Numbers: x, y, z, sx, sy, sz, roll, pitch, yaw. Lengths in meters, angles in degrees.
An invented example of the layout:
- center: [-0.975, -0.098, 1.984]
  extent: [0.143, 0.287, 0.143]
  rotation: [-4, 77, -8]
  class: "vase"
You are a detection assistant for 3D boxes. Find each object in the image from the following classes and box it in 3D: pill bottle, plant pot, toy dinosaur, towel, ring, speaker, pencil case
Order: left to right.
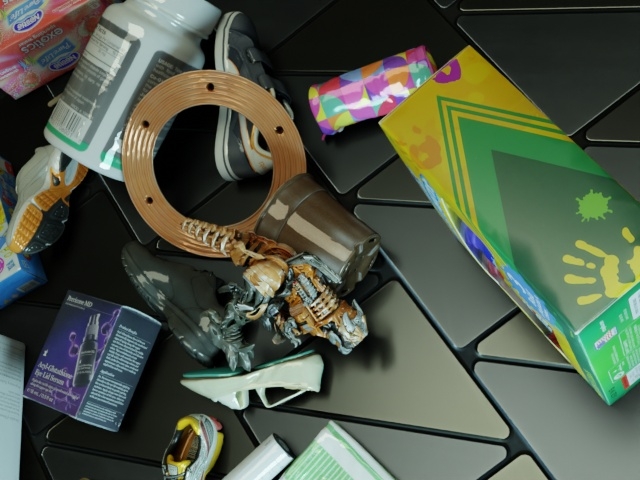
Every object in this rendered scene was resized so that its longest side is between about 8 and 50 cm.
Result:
- center: [-0.340, -0.305, 1.753]
  extent: [0.204, 0.204, 0.361]
  rotation: [35, 99, 28]
  class: "pill bottle"
- center: [-0.186, -0.132, 1.670]
  extent: [0.336, 0.032, 0.337]
  rotation: [3, 108, 10]
  class: "ring"
- center: [-0.108, 0.374, 1.527]
  extent: [0.136, 0.055, 0.055]
  rotation: [-43, 61, 2]
  class: "speaker"
- center: [-0.077, 0.072, 1.516]
  extent: [0.322, 0.164, 0.218]
  rotation: [51, 130, 16]
  class: "toy dinosaur"
- center: [-0.007, 0.472, 1.461]
  extent: [0.248, 0.038, 0.325]
  rotation: [39, 87, 28]
  class: "towel"
- center: [0.000, 0.000, 1.581]
  extent: [0.165, 0.167, 0.167]
  rotation: [34, 85, 20]
  class: "plant pot"
- center: [0.094, -0.261, 1.675]
  extent: [0.236, 0.104, 0.104]
  rotation: [-18, 65, 16]
  class: "pencil case"

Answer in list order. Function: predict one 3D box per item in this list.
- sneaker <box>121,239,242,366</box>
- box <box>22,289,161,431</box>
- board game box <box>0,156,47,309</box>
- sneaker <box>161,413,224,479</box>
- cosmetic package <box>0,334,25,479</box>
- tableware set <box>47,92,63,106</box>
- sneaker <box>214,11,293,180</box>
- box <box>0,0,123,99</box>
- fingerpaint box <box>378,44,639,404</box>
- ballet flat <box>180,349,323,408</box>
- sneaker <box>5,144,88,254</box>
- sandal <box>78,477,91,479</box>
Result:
- center: [-0.240, 0.090, 1.674]
  extent: [0.130, 0.109, 0.286]
  rotation: [-40, 65, -11]
  class: "sneaker"
- center: [-0.396, 0.207, 1.659]
  extent: [0.153, 0.108, 0.207]
  rotation: [10, 74, 36]
  class: "box"
- center: [-0.724, 0.021, 1.883]
  extent: [0.308, 0.086, 0.302]
  rotation: [-30, 63, 8]
  class: "board game box"
- center: [-0.230, 0.389, 1.547]
  extent: [0.088, 0.093, 0.225]
  rotation: [4, 72, 22]
  class: "sneaker"
- center: [-0.653, 0.355, 1.688]
  extent: [0.197, 0.155, 0.365]
  rotation: [-11, 67, 17]
  class: "cosmetic package"
- center: [-0.440, -0.269, 1.913]
  extent: [0.194, 0.039, 0.128]
  rotation: [-31, 77, 14]
  class: "tableware set"
- center: [-0.115, -0.270, 1.742]
  extent: [0.127, 0.126, 0.321]
  rotation: [-6, 79, 24]
  class: "sneaker"
- center: [-0.562, -0.440, 1.964]
  extent: [0.300, 0.154, 0.142]
  rotation: [-26, 64, 9]
  class: "box"
- center: [0.302, 0.002, 1.293]
  extent: [0.163, 0.445, 0.371]
  rotation: [-41, 62, 3]
  class: "fingerpaint box"
- center: [-0.113, 0.239, 1.573]
  extent: [0.248, 0.086, 0.086]
  rotation: [-12, 66, 16]
  class: "ballet flat"
- center: [-0.547, -0.081, 1.839]
  extent: [0.121, 0.099, 0.262]
  rotation: [-3, 51, 30]
  class: "sneaker"
- center: [-0.366, 0.470, 1.598]
  extent: [0.072, 0.049, 0.180]
  rotation: [-44, 47, -6]
  class: "sandal"
